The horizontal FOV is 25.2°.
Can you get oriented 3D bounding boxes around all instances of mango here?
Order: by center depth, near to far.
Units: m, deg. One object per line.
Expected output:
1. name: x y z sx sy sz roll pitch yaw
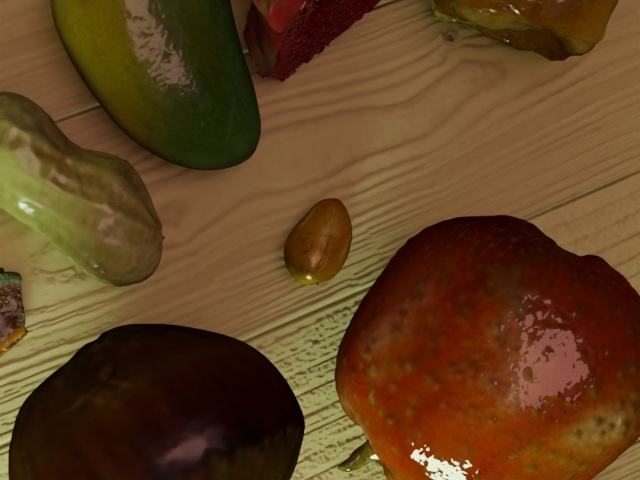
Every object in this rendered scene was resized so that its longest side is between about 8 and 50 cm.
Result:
1. mango: -0.144 -0.173 1.279 0.156 0.114 0.251 -31 106 -29
2. mango: 0.000 0.000 1.337 0.060 0.046 0.089 25 72 -13

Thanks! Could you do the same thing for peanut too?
1. peanut: -0.223 -0.046 1.242 0.214 0.090 0.098 38 117 -11

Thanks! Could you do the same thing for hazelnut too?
1. hazelnut: -0.139 0.169 1.183 0.251 0.217 0.217 -31 94 -29

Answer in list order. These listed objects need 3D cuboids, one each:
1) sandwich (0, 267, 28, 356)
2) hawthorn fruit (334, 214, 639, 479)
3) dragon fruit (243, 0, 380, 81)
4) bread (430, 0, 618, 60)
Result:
1. sandwich: -0.291 0.070 1.241 0.069 0.026 0.101 45 72 -8
2. hawthorn fruit: 0.140 0.119 1.262 0.299 0.275 0.275 -36 96 1
3. dragon fruit: 0.016 -0.272 1.272 0.274 0.161 0.126 -37 85 12
4. bread: 0.227 -0.350 1.397 0.195 0.149 0.344 18 78 -15
